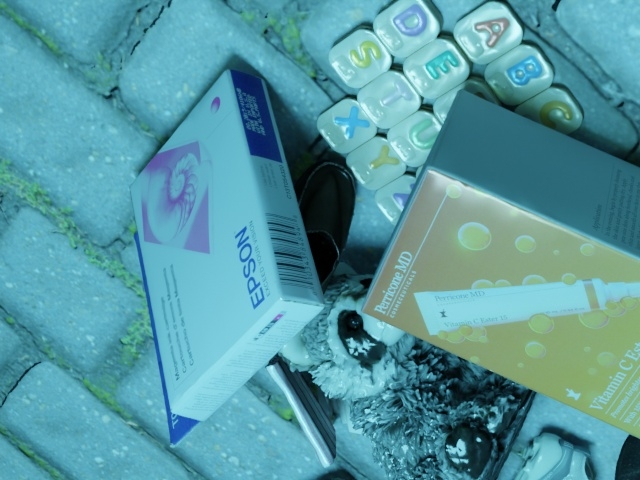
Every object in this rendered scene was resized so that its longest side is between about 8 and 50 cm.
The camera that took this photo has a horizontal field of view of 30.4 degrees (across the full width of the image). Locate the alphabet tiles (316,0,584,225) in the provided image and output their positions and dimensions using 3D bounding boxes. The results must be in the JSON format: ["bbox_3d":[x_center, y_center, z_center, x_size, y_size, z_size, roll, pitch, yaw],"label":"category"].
[{"bbox_3d":[0.137,-0.132,1.318,0.278,0.021,0.284,-30,105,34],"label":"alphabet tiles"}]

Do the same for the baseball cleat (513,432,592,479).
[{"bbox_3d":[0.285,0.336,1.515,0.109,0.072,0.206,20,130,2],"label":"baseball cleat"}]

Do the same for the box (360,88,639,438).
[{"bbox_3d":[0.251,0.026,1.255,0.345,0.168,0.215,24,129,3],"label":"box"}]

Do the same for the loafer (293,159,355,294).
[{"bbox_3d":[0.000,0.000,1.345,0.080,0.220,0.078,24,153,-19],"label":"loafer"}]

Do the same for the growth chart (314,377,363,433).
[{"bbox_3d":[0.097,0.203,1.544,0.237,0.021,0.172,11,123,17],"label":"growth chart"}]

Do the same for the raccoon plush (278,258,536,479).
[{"bbox_3d":[0.071,0.238,1.447,0.299,0.216,0.446,25,121,17],"label":"raccoon plush"}]

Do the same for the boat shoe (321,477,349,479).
[{"bbox_3d":[0.084,0.458,1.654,0.305,0.109,0.091,49,131,-6],"label":"boat shoe"}]

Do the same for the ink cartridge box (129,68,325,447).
[{"bbox_3d":[-0.143,0.025,1.375,0.071,0.324,0.330,13,137,-37],"label":"ink cartridge box"}]

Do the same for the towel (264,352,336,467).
[{"bbox_3d":[-0.026,0.208,1.494,0.029,0.197,0.144,-31,91,2],"label":"towel"}]

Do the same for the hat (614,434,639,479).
[{"bbox_3d":[0.428,0.210,1.228,0.134,0.331,0.331,26,127,3],"label":"hat"}]
